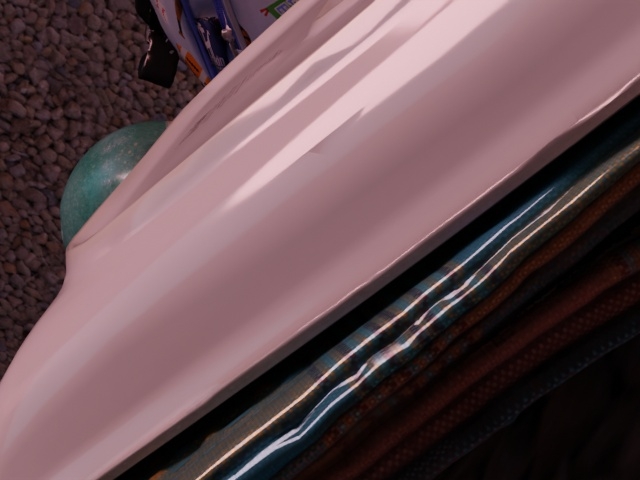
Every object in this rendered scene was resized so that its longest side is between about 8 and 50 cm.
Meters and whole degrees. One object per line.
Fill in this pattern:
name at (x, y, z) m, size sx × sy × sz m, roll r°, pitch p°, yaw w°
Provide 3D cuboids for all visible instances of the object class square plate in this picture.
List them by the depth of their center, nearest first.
square plate at (0.052, -0.085, 0.476) m, size 0.344 × 0.049 × 0.347 m, roll -38°, pitch 10°, yaw 17°

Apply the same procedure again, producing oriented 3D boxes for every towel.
towel at (-0.009, 0.027, 0.491) m, size 0.271 × 0.040 × 0.370 m, roll -38°, pitch 8°, yaw -1°

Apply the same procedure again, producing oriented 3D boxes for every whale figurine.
whale figurine at (-0.145, 0.031, 1.299) m, size 0.216 × 0.141 × 0.272 m, roll 106°, pitch 162°, yaw -62°

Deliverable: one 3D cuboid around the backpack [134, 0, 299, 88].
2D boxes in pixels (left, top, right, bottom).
backpack at (-0.005, -0.219, 0.879) m, size 0.276 × 0.263 × 0.213 m, roll -31°, pitch 34°, yaw -8°
